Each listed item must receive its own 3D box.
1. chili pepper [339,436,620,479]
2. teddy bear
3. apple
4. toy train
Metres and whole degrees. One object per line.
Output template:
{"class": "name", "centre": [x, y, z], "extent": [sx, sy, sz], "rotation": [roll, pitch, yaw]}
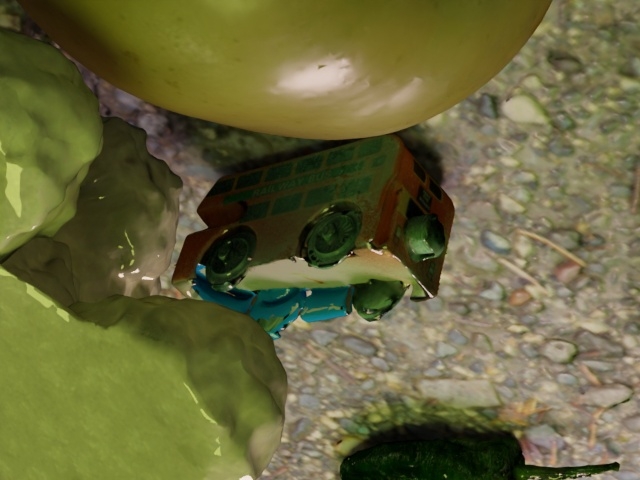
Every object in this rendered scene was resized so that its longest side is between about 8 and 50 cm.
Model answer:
{"class": "chili pepper", "centre": [0.086, 0.199, 1.183], "extent": [0.122, 0.065, 0.279], "rotation": [29, 145, -24]}
{"class": "teddy bear", "centre": [-0.121, -0.015, 0.797], "extent": [0.375, 0.362, 0.327], "rotation": [-29, 100, 40]}
{"class": "apple", "centre": [-0.023, -0.163, 0.642], "extent": [0.262, 0.262, 0.262], "rotation": [13, 142, 11]}
{"class": "toy train", "centre": [0.000, 0.000, 0.952], "extent": [0.188, 0.099, 0.072], "rotation": [-13, 134, 36]}
